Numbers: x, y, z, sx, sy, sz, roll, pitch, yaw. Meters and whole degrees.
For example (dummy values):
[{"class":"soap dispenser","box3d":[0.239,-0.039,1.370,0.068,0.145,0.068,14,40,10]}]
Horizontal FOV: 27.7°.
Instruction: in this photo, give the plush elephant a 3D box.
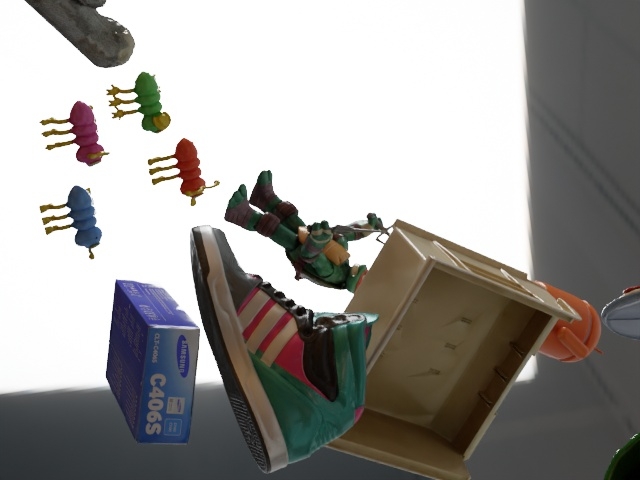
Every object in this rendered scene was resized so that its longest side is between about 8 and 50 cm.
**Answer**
[{"class":"plush elephant","box3d":[-0.308,-0.419,1.522,0.272,0.255,0.330,43,0,31]}]

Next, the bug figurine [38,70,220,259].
[{"class":"bug figurine","box3d":[-0.266,-0.111,1.795,0.072,0.279,0.216,6,-62,46]}]

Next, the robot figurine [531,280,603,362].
[{"class":"robot figurine","box3d":[0.434,0.155,2.428,0.158,0.219,0.128,-13,-120,56]}]

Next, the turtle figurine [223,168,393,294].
[{"class":"turtle figurine","box3d":[0.000,0.000,1.650,0.118,0.234,0.175,-62,169,11]}]

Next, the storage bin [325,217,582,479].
[{"class":"storage bin","box3d":[0.146,0.145,1.596,0.262,0.260,0.123,-60,-150,14]}]

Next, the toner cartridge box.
[{"class":"toner cartridge box","box3d":[-0.249,0.167,1.886,0.348,0.075,0.165,-150,-116,-71]}]

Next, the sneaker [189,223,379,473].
[{"class":"sneaker","box3d":[-0.029,0.095,1.446,0.124,0.178,0.295,107,-36,-63]}]

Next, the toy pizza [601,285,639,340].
[{"class":"toy pizza","box3d":[0.484,0.092,1.767,0.201,0.201,0.032,98,-6,-66]}]

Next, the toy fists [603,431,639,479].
[{"class":"toy fists","box3d":[0.346,0.337,1.462,0.142,0.279,0.096,37,6,-24]}]
